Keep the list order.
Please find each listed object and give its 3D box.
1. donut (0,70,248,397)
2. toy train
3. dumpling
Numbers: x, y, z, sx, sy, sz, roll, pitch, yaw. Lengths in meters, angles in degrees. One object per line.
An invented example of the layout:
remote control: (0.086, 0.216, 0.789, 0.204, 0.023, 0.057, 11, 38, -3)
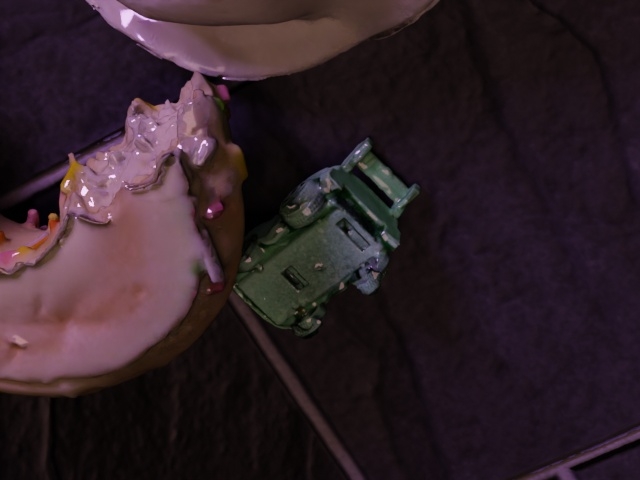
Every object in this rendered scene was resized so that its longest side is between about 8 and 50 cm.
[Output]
donut: (-0.235, -0.028, 1.493, 0.371, 0.150, 0.307, 15, 122, 5)
toy train: (0.000, 0.000, 1.520, 0.099, 0.081, 0.149, 43, 121, -13)
dumpling: (-0.086, -0.226, 1.377, 0.341, 0.181, 0.260, 7, 144, -10)
